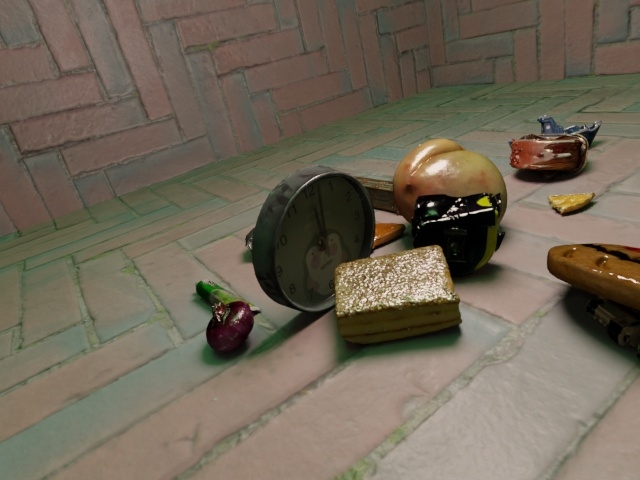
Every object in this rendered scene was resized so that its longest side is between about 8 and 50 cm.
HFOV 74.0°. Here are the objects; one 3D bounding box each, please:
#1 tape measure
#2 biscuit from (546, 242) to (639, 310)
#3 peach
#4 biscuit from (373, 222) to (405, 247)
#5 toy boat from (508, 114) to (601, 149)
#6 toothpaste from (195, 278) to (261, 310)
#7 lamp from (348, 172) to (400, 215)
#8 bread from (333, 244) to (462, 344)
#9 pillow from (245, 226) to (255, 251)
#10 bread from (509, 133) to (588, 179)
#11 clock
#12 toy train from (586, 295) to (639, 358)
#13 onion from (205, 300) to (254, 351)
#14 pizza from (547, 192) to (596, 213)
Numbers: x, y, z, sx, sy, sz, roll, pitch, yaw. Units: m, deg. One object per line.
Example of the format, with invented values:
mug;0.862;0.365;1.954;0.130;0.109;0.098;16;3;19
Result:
tape measure;0.301;-0.009;0.937;0.199;0.186;0.112;1;32;20
biscuit;0.574;0.057;0.684;0.315;0.063;0.367;-3;14;-20
peach;0.320;-0.122;1.095;0.293;0.247;0.292;11;33;-7
biscuit;0.103;-0.006;1.204;0.281;0.043;0.183;-10;27;-4
toy boat;0.829;-0.376;1.507;0.310;0.142;0.129;-10;22;11
toothpaste;-0.246;0.141;1.061;0.078;0.046;0.248;0;11;-43
lamp;0.178;-0.165;1.454;0.089;0.090;0.325;-28;28;-30
bread;0.147;0.110;0.850;0.235;0.110;0.184;-10;31;7
pillow;-0.126;-0.052;1.360;0.162;0.092;0.335;-10;24;20
bread;0.720;-0.269;1.354;0.212;0.142;0.224;-13;19;-36
clock;-0.001;0.000;0.910;0.319;0.318;0.066;-32;34;-35
toy train;0.506;0.150;0.640;0.085;0.053;0.249;-19;24;2
onion;-0.193;0.175;0.890;0.115;0.104;0.115;-27;22;12
pizza;0.663;-0.104;1.143;0.123;0.026;0.109;-23;23;-14
